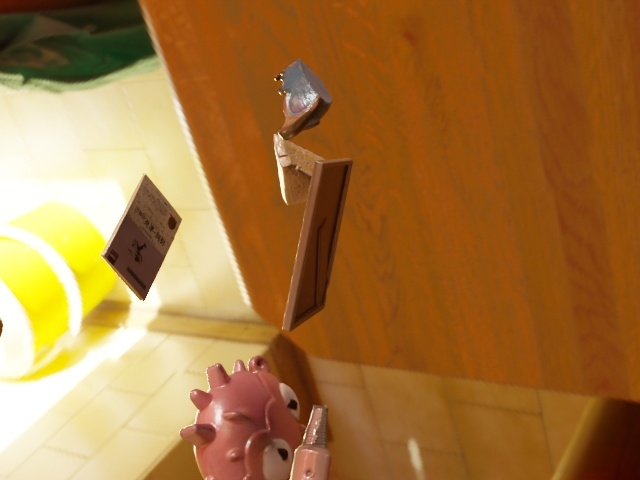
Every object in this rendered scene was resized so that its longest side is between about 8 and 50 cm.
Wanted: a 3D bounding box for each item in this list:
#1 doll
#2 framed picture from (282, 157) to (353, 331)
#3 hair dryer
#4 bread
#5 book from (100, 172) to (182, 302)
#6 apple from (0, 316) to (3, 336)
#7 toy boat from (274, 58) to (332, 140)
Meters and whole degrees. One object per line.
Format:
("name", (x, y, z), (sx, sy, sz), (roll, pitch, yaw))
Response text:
("doll", (-0.093, 0.265, 1.158), (0.093, 0.262, 0.211), (-30, 123, 36))
("framed picture", (0.000, 0.000, 1.584), (0.020, 0.211, 0.289), (13, 100, 15))
("hair dryer", (-0.022, 0.271, 0.826), (0.053, 0.220, 0.195), (6, 144, 0))
("bread", (-0.026, -0.136, 1.629), (0.152, 0.105, 0.077), (87, 166, -65))
("book", (-0.296, -0.006, 1.508), (0.014, 0.182, 0.127), (-2, 140, 28))
("apple", (-0.603, 0.116, 1.428), (0.200, 0.200, 0.200), (19, 130, 24))
("toy boat", (-0.033, -0.199, 1.296), (0.077, 0.185, 0.075), (-42, 115, 13))
